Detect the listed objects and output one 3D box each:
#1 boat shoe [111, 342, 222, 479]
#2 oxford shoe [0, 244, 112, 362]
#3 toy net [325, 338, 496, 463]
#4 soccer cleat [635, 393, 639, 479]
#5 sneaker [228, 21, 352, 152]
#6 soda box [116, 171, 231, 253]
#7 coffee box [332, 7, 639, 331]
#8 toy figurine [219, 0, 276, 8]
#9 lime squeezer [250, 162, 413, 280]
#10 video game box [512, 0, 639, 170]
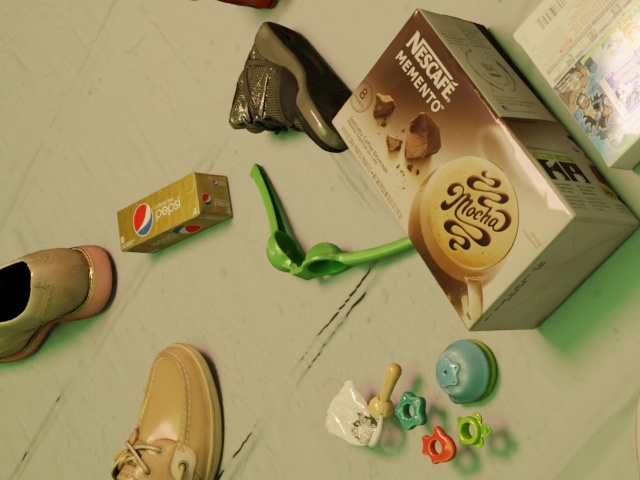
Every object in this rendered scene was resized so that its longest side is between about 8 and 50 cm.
[{"bbox_3d":[-0.211,0.306,1.562,0.121,0.110,0.341,1,88,45],"label":"boat shoe"},{"bbox_3d":[-0.488,0.095,1.832,0.397,0.146,0.140,-30,67,40],"label":"oxford shoe"},{"bbox_3d":[0.100,0.192,1.309,0.232,0.045,0.122,-27,70,43],"label":"toy net"},{"bbox_3d":[0.322,0.266,0.994,0.116,0.143,0.331,-36,62,50],"label":"soccer cleat"},{"bbox_3d":[-0.035,-0.155,1.442,0.227,0.087,0.130,54,124,37],"label":"sneaker"},{"bbox_3d":[-0.202,-0.036,1.617,0.181,0.058,0.061,-22,71,42],"label":"soda box"},{"bbox_3d":[0.160,-0.074,1.212,0.168,0.119,0.297,-51,54,31],"label":"coffee box"},{"bbox_3d":[-0.112,-0.417,1.493,0.209,0.148,0.213,-45,57,33],"label":"toy figurine"},{"bbox_3d":[0.000,0.000,1.428,0.310,0.059,0.110,24,73,45],"label":"lime squeezer"},{"bbox_3d":[0.305,-0.202,1.127,0.205,0.048,0.187,-48,54,32],"label":"video game box"}]
